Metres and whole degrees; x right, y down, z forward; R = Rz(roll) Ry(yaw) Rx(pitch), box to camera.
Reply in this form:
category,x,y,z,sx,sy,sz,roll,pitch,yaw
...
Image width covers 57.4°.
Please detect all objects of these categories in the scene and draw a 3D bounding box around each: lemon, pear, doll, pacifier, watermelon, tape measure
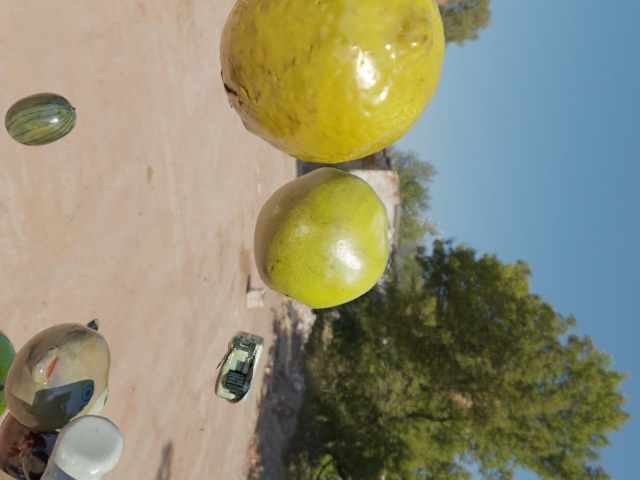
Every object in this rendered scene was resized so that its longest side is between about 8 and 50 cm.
category,x,y,z,sx,sy,sz,roll,pitch,yaw
lemon,0.008,-0.219,0.704,0.310,0.253,0.253,-2,-95,53
pear,0.000,0.000,1.206,0.294,0.294,0.294,2,90,-88
doll,-0.470,0.296,1.011,0.235,0.174,0.330,-72,-176,-82
pacifier,-0.371,0.354,0.848,0.227,0.279,0.207,133,-20,-70
watermelon,-0.434,-0.190,0.912,0.078,0.110,0.078,161,-90,-86
tape measure,-0.234,0.357,1.635,0.235,0.115,0.207,137,-28,-85

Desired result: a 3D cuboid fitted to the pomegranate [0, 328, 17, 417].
category,x,y,z,sx,sy,sz,roll,pitch,yaw
pomegranate,-0.907,0.346,1.553,0.358,0.216,0.310,-114,-148,-72
